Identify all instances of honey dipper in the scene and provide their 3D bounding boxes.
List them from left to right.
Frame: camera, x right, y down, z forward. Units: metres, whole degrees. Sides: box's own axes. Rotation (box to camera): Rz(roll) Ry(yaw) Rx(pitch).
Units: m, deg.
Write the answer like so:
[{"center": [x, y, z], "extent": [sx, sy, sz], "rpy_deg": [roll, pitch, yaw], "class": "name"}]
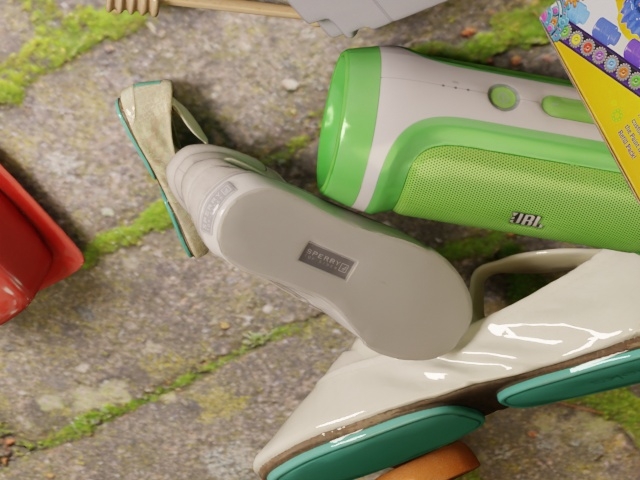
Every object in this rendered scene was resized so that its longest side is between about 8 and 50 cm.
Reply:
[{"center": [-0.073, -0.171, 1.158], "extent": [0.160, 0.030, 0.030], "rpy_deg": [4, 132, -8], "class": "honey dipper"}]

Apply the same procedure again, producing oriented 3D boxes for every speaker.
[{"center": [0.152, -0.063, 1.186], "extent": [0.296, 0.131, 0.131], "rpy_deg": [9, 131, -7], "class": "speaker"}]

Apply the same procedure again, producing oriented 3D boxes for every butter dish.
[{"center": [-0.295, 0.026, 1.275], "extent": [0.160, 0.118, 0.160], "rpy_deg": [-23, 128, 21], "class": "butter dish"}]

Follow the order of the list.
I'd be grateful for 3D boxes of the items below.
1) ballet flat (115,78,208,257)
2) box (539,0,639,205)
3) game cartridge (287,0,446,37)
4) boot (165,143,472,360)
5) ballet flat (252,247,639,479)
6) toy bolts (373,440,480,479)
[{"center": [-0.105, -0.053, 1.246], "extent": [0.052, 0.057, 0.168], "rpy_deg": [-19, 130, 5], "class": "ballet flat"}, {"center": [0.353, -0.134, 1.013], "extent": [0.290, 0.177, 0.279], "rpy_deg": [11, 137, -45], "class": "box"}, {"center": [0.064, -0.245, 1.024], "extent": [0.294, 0.060, 0.196], "rpy_deg": [-17, 134, 37], "class": "game cartridge"}, {"center": [0.000, 0.000, 1.236], "extent": [0.258, 0.123, 0.095], "rpy_deg": [31, 99, -34], "class": "boot"}, {"center": [0.121, 0.094, 1.330], "extent": [0.400, 0.139, 0.139], "rpy_deg": [-21, 128, 19], "class": "ballet flat"}, {"center": [0.058, 0.256, 1.501], "extent": [0.228, 0.158, 0.218], "rpy_deg": [-28, 167, 12], "class": "toy bolts"}]
